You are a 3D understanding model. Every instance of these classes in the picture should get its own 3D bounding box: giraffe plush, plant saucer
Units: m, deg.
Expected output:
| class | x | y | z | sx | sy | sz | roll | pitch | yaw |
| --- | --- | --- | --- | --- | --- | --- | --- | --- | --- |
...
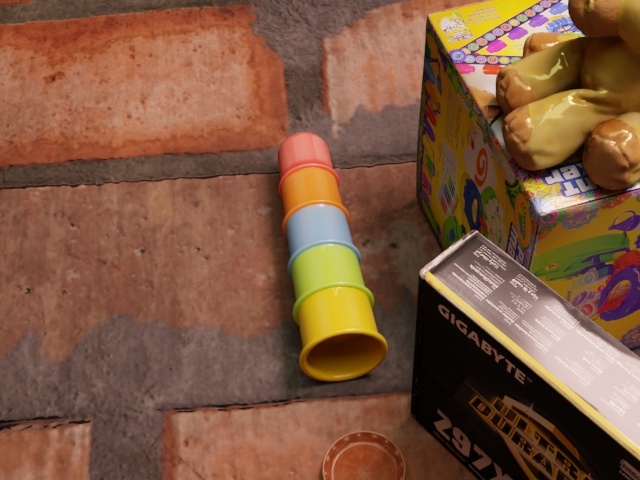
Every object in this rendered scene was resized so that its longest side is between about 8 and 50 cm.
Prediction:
| class | x | y | z | sx | sy | sz | roll | pitch | yaw |
| --- | --- | --- | --- | --- | --- | --- | --- | --- | --- |
| giraffe plush | 0.257 | -0.160 | 0.817 | 0.210 | 0.170 | 0.181 | 0 | 52 | 3 |
| plant saucer | 0.044 | 0.231 | 0.993 | 0.083 | 0.013 | 0.083 | -2 | 51 | 3 |

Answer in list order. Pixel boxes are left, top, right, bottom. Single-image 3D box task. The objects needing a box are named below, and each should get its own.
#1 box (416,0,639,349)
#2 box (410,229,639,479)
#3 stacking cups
| class | x | y | z | sx | sy | sz | roll | pitch | yaw |
| --- | --- | --- | --- | --- | --- | --- | --- | --- | --- |
| box | 0.230 | -0.056 | 1.031 | 0.177 | 0.290 | 0.279 | -14 | 53 | -8 |
| box | 0.217 | 0.177 | 0.871 | 0.079 | 0.257 | 0.322 | -36 | 59 | -21 |
| stacking cups | 0.000 | 0.000 | 1.123 | 0.096 | 0.096 | 0.316 | -9 | 53 | -3 |
